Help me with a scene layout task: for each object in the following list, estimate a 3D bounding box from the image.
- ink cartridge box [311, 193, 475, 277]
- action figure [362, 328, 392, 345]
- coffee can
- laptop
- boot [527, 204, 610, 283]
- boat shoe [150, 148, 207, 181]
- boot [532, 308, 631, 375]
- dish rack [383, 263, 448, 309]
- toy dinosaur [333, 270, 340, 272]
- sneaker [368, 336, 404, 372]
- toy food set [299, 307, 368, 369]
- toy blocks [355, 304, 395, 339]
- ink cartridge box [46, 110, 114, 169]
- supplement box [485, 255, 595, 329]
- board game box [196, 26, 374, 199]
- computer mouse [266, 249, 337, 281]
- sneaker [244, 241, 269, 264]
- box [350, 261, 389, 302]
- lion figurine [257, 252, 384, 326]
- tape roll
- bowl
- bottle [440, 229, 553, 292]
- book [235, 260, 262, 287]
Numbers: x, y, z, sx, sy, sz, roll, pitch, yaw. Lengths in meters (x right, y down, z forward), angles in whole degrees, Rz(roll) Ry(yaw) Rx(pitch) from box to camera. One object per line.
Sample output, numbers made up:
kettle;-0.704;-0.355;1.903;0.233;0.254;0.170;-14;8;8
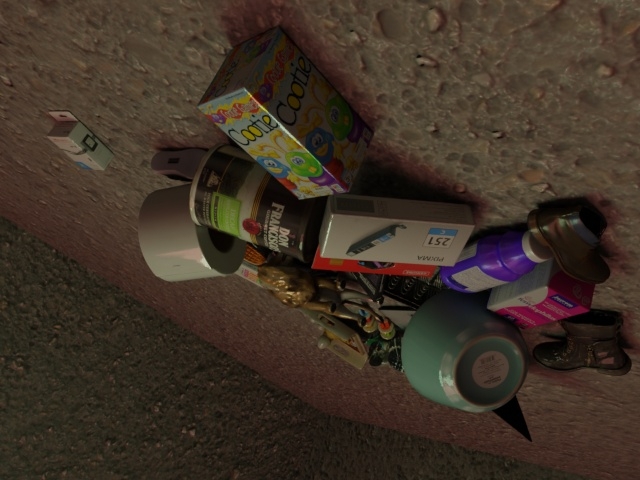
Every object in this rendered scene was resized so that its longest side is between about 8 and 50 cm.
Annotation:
ink cartridge box;0.143;0.018;1.264;0.296;0.066;0.261;4;140;-8
action figure;0.279;0.398;2.134;0.232;0.063;0.137;34;153;-13
coffee can;-0.124;-0.087;1.332;0.275;0.202;0.201;18;156;14
laptop;0.399;0.395;1.802;0.408;0.236;0.382;-6;142;49
boot;0.495;0.011;1.101;0.219;0.082;0.106;35;157;-18
boat shoe;-0.332;-0.180;1.499;0.228;0.080;0.076;4;164;34
boot;0.628;0.237;1.465;0.263;0.091;0.229;-4;139;41
dish rack;0.240;0.087;1.512;0.208;0.074;0.271;22;156;3
toy dinosaur;0.000;0.000;1.541;0.160;0.121;0.313;28;180;25
sneaker;0.277;0.372;1.951;0.122;0.110;0.283;6;173;-27
toy food set;0.045;0.358;2.171;0.219;0.092;0.306;30;162;28
toy blocks;0.179;0.263;1.951;0.123;0.054;0.148;17;156;28
ink cartridge box;-0.677;-0.274;1.640;0.104;0.060;0.180;8;151;34
supplement box;0.473;0.103;1.278;0.111;0.114;0.220;28;154;-7
board game box;-0.055;-0.217;1.069;0.142;0.144;0.275;-4;144;47
computer mouse;-0.092;0.062;1.776;0.188;0.072;0.272;-2;145;47
sneaker;-0.254;-0.032;1.705;0.262;0.099;0.121;45;166;-6
box;0.124;0.068;1.507;0.116;0.029;0.162;52;154;34
lion figurine;0.004;0.161;1.712;0.240;0.142;0.392;6;159;38
tape roll;-0.319;-0.023;1.502;0.169;0.246;0.246;-7;145;22
bowl;0.363;0.278;1.404;0.311;0.312;0.163;31;-177;-15
bottle;0.373;0.042;1.261;0.118;0.092;0.283;19;158;-16
book;-0.236;0.113;2.075;0.144;0.035;0.096;26;153;1
